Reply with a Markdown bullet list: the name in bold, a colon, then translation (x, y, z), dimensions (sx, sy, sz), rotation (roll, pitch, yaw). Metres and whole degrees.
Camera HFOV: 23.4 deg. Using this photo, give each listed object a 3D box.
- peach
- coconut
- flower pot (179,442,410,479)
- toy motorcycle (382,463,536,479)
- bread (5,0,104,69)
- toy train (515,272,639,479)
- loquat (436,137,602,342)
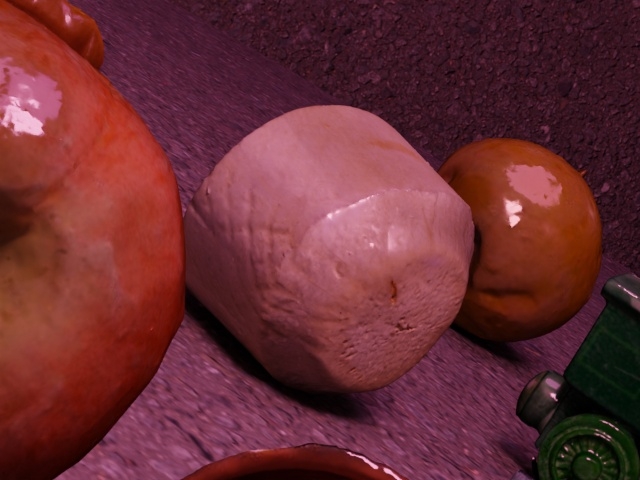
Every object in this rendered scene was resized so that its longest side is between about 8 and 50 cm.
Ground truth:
- **peach**: translation (-0.173, -0.001, 0.624), dimensions (0.214, 0.214, 0.235), rotation (27, -7, -31)
- **coconut**: translation (0.000, 0.000, 1.168), dimensions (0.202, 0.202, 0.222), rotation (22, 17, -46)
- **flower pot**: translation (-0.008, 0.159, 0.509), dimensions (0.190, 0.191, 0.173), rotation (34, -3, 4)
- **toy motorcycle**: translation (0.134, 0.215, 0.841), dimensions (0.169, 0.113, 0.315), rotation (39, -3, -33)
- **bread**: translation (-0.323, -0.220, 1.482), dimensions (0.245, 0.102, 0.094), rotation (30, 4, -24)
- **toy train**: translation (0.300, 0.167, 1.289), dimensions (0.266, 0.202, 0.145), rotation (33, 11, 15)
- **loquat**: translation (0.212, -0.003, 1.732), dimensions (0.244, 0.244, 0.244), rotation (32, 10, -7)
